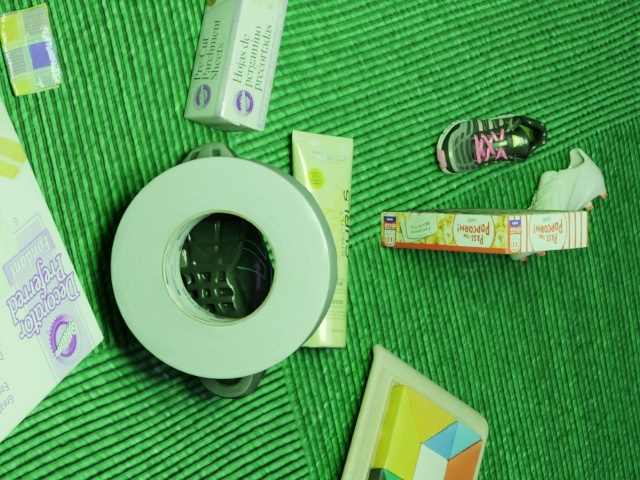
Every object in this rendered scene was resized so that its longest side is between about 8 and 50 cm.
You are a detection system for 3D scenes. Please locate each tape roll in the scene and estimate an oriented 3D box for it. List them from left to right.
[{"bbox_3d":[-0.094,0.025,1.711,0.072,0.219,0.219,-23,113,-82],"label":"tape roll"}]

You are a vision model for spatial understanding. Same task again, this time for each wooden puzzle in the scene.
[{"bbox_3d":[0.116,0.267,2.005,0.221,0.044,0.238,36,55,-38],"label":"wooden puzzle"}]

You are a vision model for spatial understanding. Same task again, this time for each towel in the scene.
[{"bbox_3d":[-0.281,-0.185,1.663,0.060,0.009,0.083,-19,104,-42],"label":"towel"}]

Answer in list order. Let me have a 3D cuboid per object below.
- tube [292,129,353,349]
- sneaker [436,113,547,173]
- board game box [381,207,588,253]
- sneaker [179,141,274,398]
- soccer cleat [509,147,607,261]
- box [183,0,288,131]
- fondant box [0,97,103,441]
[{"bbox_3d":[0.000,0.000,1.910,0.070,0.062,0.240,44,47,-82],"label":"tube"},{"bbox_3d":[0.213,-0.120,2.092,0.170,0.075,0.063,-17,103,-42],"label":"sneaker"},{"bbox_3d":[0.189,-0.014,1.992,0.147,0.193,0.045,-4,94,-43],"label":"board game box"},{"bbox_3d":[-0.099,0.030,1.808,0.106,0.101,0.267,-12,98,-67],"label":"sneaker"},{"bbox_3d":[0.290,-0.043,2.183,0.196,0.068,0.076,-41,104,-36],"label":"soccer cleat"},{"bbox_3d":[-0.073,-0.277,1.819,0.063,0.067,0.324,17,81,-42],"label":"box"},{"bbox_3d":[-0.343,0.009,1.513,0.238,0.096,0.330,-49,126,-52],"label":"fondant box"}]
